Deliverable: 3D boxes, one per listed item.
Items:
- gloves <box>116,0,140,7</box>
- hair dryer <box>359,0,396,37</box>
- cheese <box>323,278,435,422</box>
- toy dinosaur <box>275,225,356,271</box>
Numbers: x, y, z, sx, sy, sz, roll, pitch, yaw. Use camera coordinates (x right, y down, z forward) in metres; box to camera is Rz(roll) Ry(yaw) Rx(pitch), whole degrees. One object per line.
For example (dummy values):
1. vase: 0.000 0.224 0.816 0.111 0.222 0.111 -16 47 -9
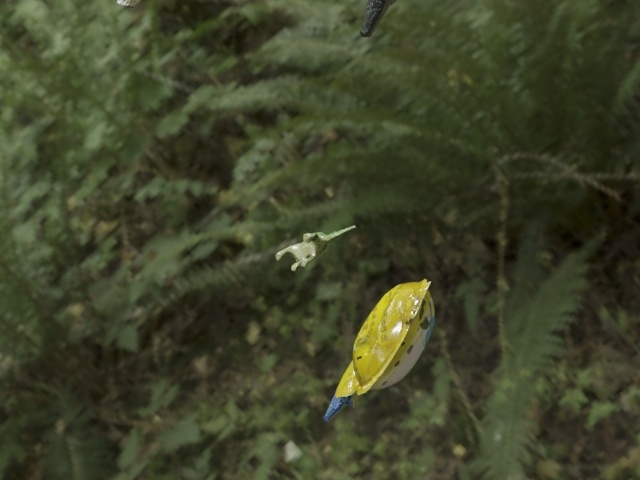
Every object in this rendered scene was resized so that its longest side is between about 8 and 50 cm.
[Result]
1. gloves: -0.253 -0.343 1.840 0.044 0.037 0.081 24 90 18
2. hair dryer: 0.065 -0.292 1.249 0.195 0.173 0.050 -57 31 -10
3. cheese: 0.067 0.128 1.545 0.250 0.064 0.156 -53 7 49
4. toy dinosaur: -0.001 0.000 1.437 0.120 0.029 0.060 -34 -1 41
